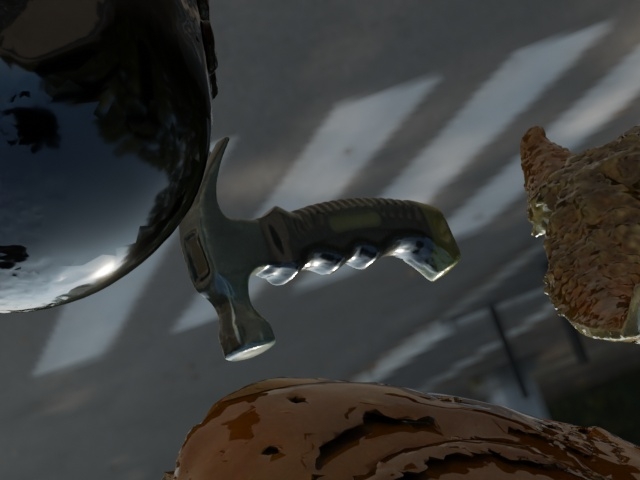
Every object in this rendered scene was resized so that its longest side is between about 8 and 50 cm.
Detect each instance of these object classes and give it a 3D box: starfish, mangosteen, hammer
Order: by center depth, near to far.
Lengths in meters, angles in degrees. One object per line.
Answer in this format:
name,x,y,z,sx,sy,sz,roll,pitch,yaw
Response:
starfish,0.138,-0.028,0.672,0.138,0.050,0.247,-34,-164,10
mangosteen,-0.209,-0.093,1.017,0.302,0.275,0.275,-8,169,-11
hammer,0.000,0.000,1.355,0.226,0.158,0.041,-5,160,-37

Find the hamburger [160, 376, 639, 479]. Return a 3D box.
hamburger,0.050,0.166,0.544,0.245,0.260,0.211,-2,122,-33

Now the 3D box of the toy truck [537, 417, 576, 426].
toy truck,0.120,0.248,1.334,0.114,0.252,0.107,5,-148,-6
